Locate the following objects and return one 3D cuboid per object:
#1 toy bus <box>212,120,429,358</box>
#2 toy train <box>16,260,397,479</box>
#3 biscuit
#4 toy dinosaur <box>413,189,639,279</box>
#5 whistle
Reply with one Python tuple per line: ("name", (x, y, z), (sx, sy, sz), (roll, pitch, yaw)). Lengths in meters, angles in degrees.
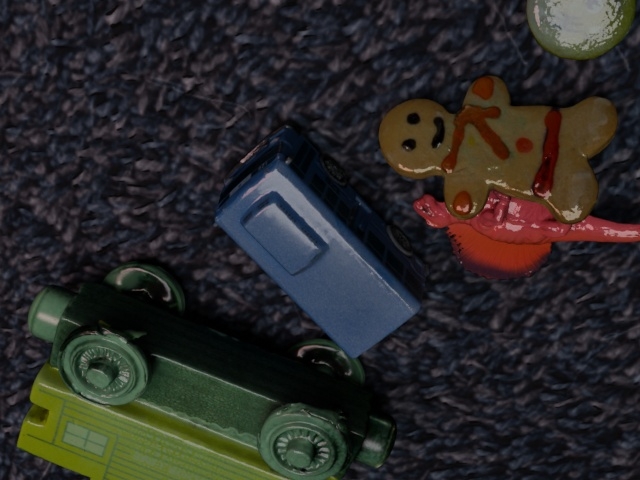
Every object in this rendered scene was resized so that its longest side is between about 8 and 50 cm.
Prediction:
("toy bus", (0.000, 0.000, 1.115), (0.116, 0.133, 0.234), (-39, 103, 24))
("toy train", (-0.143, 0.207, 1.221), (0.442, 0.179, 0.272), (22, 122, -2))
("biscuit", (0.172, -0.093, 1.055), (0.234, 0.030, 0.153), (13, 78, 16))
("toy dinosaur", (0.237, 0.001, 1.121), (0.286, 0.070, 0.139), (11, 126, 2))
("whistle", (0.266, -0.269, 0.996), (0.104, 0.057, 0.198), (21, 109, 6))
